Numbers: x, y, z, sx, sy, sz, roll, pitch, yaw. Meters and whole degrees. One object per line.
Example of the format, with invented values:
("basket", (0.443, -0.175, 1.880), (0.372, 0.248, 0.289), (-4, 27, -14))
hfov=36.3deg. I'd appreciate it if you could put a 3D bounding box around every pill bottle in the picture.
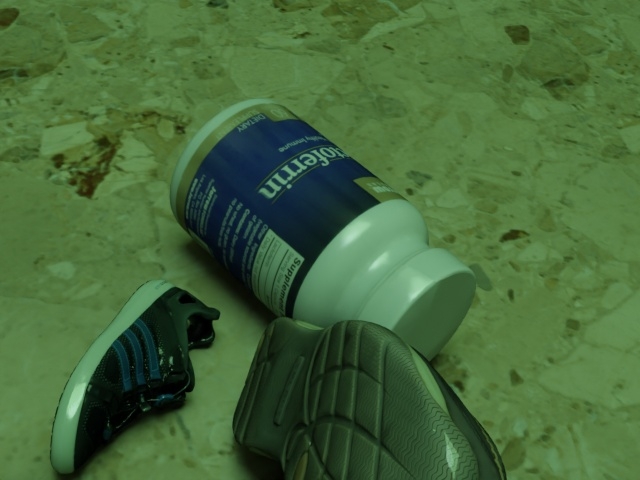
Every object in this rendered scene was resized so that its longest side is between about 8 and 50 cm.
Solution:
("pill bottle", (0.000, 0.000, 0.871), (0.153, 0.153, 0.264), (-27, 55, -37))

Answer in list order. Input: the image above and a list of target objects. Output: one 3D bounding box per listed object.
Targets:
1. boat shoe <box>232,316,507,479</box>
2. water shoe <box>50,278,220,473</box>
("boat shoe", (0.044, 0.126, 0.652), (0.130, 0.132, 0.355), (21, -1, -17))
("water shoe", (-0.141, 0.106, 0.776), (0.080, 0.073, 0.203), (20, 42, 5))
